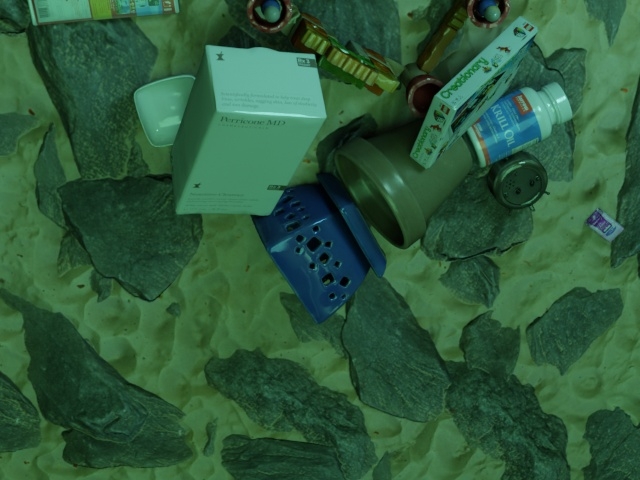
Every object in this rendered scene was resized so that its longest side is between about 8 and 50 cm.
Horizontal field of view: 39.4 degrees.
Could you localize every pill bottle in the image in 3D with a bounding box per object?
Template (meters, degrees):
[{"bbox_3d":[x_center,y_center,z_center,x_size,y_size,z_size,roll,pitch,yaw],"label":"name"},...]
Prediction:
[{"bbox_3d":[0.421,-0.257,1.934,0.222,0.124,0.124,-26,120,3],"label":"pill bottle"}]

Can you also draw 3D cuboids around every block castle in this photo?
[{"bbox_3d":[0.104,-0.455,1.725,0.453,0.213,0.303,25,113,-21],"label":"block castle"}]

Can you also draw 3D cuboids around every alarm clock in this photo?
[{"bbox_3d":[0.443,-0.149,2.037,0.129,0.064,0.192,-30,116,9],"label":"alarm clock"}]

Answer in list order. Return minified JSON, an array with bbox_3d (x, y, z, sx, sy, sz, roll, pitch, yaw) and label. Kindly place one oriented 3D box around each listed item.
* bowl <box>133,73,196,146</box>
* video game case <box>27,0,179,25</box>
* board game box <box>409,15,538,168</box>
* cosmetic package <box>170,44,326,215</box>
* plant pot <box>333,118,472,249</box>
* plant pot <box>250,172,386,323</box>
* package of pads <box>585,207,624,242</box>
[{"bbox_3d":[-0.305,-0.276,1.855,0.142,0.053,0.142,-14,120,0],"label":"bowl"},{"bbox_3d":[-0.426,-0.526,1.713,0.285,0.025,0.204,-6,119,-5],"label":"video game case"},{"bbox_3d":[0.306,-0.295,1.785,0.053,0.305,0.193,39,150,13],"label":"board game box"},{"bbox_3d":[-0.154,-0.202,1.743,0.217,0.156,0.385,-1,155,-19],"label":"cosmetic package"},{"bbox_3d":[0.193,-0.147,1.915,0.229,0.263,0.263,-35,120,-10],"label":"plant pot"},{"bbox_3d":[0.000,0.000,1.960,0.212,0.236,0.236,-31,120,1],"label":"plant pot"},{"bbox_3d":[0.684,-0.036,2.151,0.083,0.032,0.050,33,107,-23],"label":"package of pads"}]
